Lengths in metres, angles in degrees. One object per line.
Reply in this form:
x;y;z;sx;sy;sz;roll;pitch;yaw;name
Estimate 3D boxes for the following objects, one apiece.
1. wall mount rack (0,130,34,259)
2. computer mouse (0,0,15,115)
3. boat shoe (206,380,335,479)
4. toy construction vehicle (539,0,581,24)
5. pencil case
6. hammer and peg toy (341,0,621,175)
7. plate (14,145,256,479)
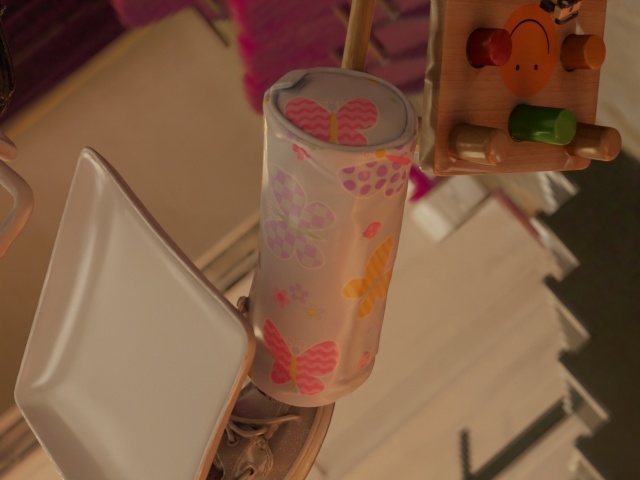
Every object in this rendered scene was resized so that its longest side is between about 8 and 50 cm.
-0.328;-0.095;0.805;0.304;0.130;0.350;37;178;14;wall mount rack
-0.352;-0.196;1.109;0.262;0.184;0.060;10;-168;26;computer mouse
-0.114;0.221;1.284;0.103;0.320;0.118;44;180;-29;boat shoe
0.243;-0.257;1.369;0.035;0.098;0.086;37;139;24;toy construction vehicle
0.000;0.000;1.113;0.124;0.113;0.273;35;135;28;pencil case
0.163;-0.197;1.401;0.361;0.266;0.127;-3;-168;-43;hammer and peg toy
-0.153;0.106;1.180;0.045;0.277;0.278;-2;-145;-39;plate
